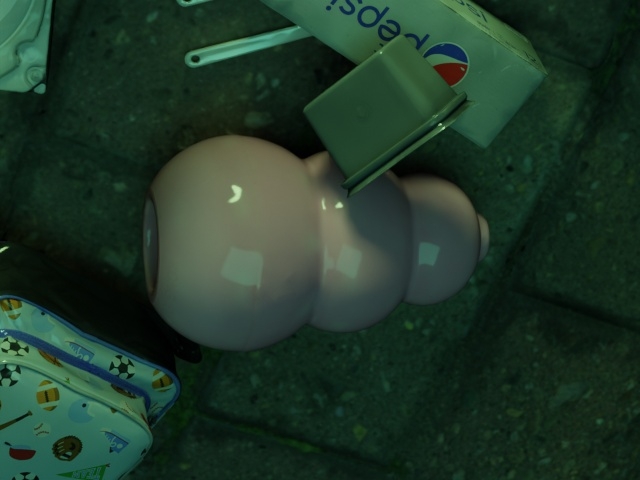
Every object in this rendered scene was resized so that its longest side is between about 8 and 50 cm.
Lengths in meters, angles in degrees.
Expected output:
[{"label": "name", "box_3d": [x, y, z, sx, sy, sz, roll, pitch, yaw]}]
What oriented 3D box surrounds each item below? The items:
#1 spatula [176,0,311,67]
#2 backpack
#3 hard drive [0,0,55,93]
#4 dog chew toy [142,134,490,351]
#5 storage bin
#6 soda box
[{"label": "spatula", "box_3d": [-0.028, -0.247, 1.708, 0.242, 0.019, 0.168, -15, 118, 1]}, {"label": "backpack", "box_3d": [-0.293, 0.164, 1.794, 0.276, 0.213, 0.263, 32, 120, -22]}, {"label": "hard drive", "box_3d": [-0.405, -0.264, 1.640, 0.338, 0.064, 0.237, 7, 115, -8]}, {"label": "dog chew toy", "box_3d": [0.000, 0.000, 1.744, 0.331, 0.207, 0.207, -2, 117, -14]}, {"label": "storage bin", "box_3d": [0.057, -0.119, 1.630, 0.135, 0.098, 0.091, -34, 95, 35]}, {"label": "soda box", "box_3d": [0.067, -0.207, 1.676, 0.286, 0.091, 0.098, 31, 112, -23]}]
